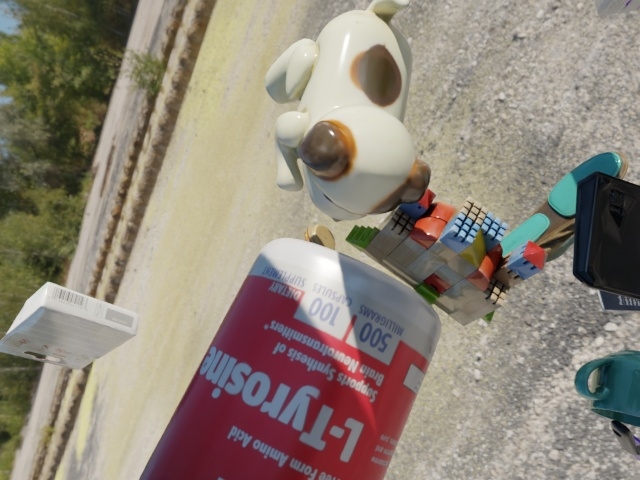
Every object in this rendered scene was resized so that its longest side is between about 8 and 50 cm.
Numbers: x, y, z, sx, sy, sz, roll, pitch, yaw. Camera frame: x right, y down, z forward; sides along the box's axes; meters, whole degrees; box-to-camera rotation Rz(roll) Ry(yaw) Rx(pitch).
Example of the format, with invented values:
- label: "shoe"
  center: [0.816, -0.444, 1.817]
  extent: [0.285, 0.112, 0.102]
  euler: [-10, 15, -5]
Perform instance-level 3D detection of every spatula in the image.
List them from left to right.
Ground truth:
- label: "spatula"
  center: [0.518, 0.340, 0.801]
  extent: [0.030, 0.296, 0.084]
  euler: [-50, 41, 5]

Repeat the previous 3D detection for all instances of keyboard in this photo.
- label: "keyboard"
  center: [0.262, -0.002, 0.359]
  extent: [0.023, 0.180, 0.108]
  euler: [167, 116, -72]

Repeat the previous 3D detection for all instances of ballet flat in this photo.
- label: "ballet flat"
  center: [0.533, -0.039, 1.069]
  extent: [0.342, 0.124, 0.116]
  euler: [-51, 30, 22]

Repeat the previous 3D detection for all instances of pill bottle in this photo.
- label: "pill bottle"
  center: [-0.048, 0.222, 0.519]
  extent: [0.229, 0.229, 0.407]
  euler: [-2, 58, 60]

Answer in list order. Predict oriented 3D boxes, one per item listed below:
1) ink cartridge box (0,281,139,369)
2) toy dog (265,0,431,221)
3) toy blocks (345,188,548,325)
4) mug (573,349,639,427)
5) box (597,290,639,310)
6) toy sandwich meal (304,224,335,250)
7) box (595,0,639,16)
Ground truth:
- label: "ink cartridge box"
  center: [-0.491, 0.175, 0.944]
  extent: [0.225, 0.181, 0.056]
  euler: [-30, 47, 32]
- label: "toy dog"
  center: [0.076, -0.214, 0.920]
  extent: [0.395, 0.285, 0.407]
  euler: [-39, 38, 39]
- label: "toy blocks"
  center: [0.272, 0.021, 1.023]
  extent: [0.190, 0.381, 0.261]
  euler: [-53, -1, -33]
- label: "mug"
  center: [0.465, 0.214, 0.715]
  extent: [0.129, 0.158, 0.097]
  euler: [-1, 65, 47]
- label: "box"
  center: [0.572, 0.042, 0.770]
  extent: [0.207, 0.153, 0.108]
  euler: [-10, 94, 62]
- label: "toy sandwich meal"
  center: [0.000, 0.000, 1.151]
  extent: [0.029, 0.086, 0.085]
  euler: [-31, 50, 34]
- label: "box"
  center: [0.436, -0.511, 0.745]
  extent: [0.067, 0.063, 0.323]
  euler: [41, -139, -80]
